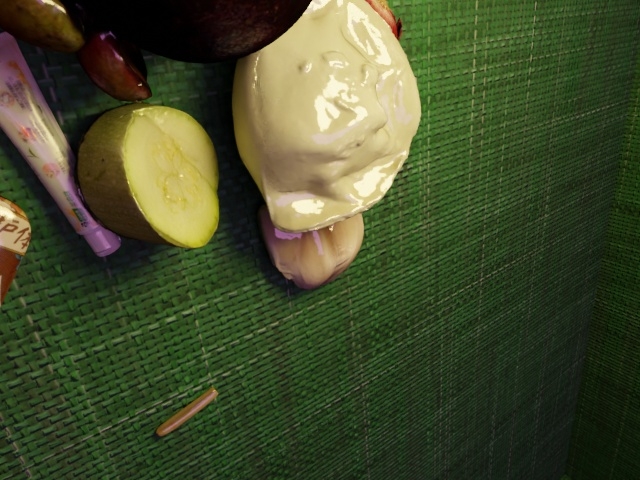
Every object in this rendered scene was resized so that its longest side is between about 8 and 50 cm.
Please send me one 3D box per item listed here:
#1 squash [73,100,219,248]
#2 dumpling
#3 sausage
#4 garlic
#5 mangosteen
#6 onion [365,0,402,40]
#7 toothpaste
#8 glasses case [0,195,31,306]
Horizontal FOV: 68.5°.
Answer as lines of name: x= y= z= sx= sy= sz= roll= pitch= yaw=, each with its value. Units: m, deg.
squash: x=-0.228 y=-0.101 z=0.691 sx=0.220 sy=0.133 sz=0.220 roll=-5 pitch=96 yaw=-54
dumpling: x=0.013 y=-0.221 z=0.765 sx=0.315 sy=0.233 sz=0.395 roll=-12 pitch=100 yaw=-18
sausage: x=-0.259 y=0.335 z=0.918 sx=0.132 sy=0.024 sz=0.024 roll=-35 pitch=124 yaw=-23
garlic: x=0.000 y=0.000 z=0.936 sx=0.217 sy=0.110 sz=0.228 roll=-33 pitch=124 yaw=-27
mangosteen: x=-0.190 y=-0.350 z=0.498 sx=0.435 sy=0.382 sz=0.382 roll=-47 pitch=129 yaw=0
onion: x=0.064 y=-0.377 z=0.846 sx=0.150 sy=0.150 sz=0.140 roll=8 pitch=139 yaw=-39
toothpaste: x=-0.372 y=-0.114 z=0.647 sx=0.056 sy=0.058 sz=0.314 roll=-13 pitch=119 yaw=13
glasses case: x=-0.491 y=0.084 z=0.607 sx=0.122 sy=0.082 sz=0.321 roll=25 pitch=92 yaw=-35
